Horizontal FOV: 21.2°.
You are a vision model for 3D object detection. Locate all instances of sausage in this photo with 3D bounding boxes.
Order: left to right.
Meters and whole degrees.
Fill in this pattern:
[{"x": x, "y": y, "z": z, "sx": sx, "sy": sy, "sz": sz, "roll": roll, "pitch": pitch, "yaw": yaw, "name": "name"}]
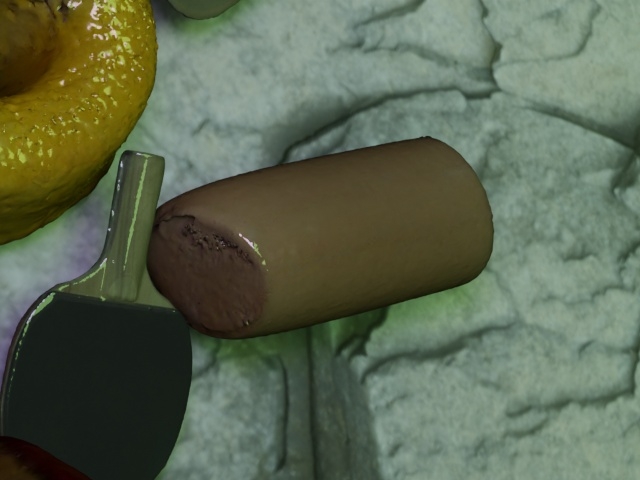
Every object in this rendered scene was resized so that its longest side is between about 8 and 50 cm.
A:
[{"x": 0.000, "y": 0.000, "z": 1.256, "sx": 0.253, "sy": 0.123, "sz": 0.123, "roll": -14, "pitch": 88, "yaw": -37, "name": "sausage"}]

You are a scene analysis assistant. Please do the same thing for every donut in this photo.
[{"x": -0.229, "y": -0.129, "z": 1.124, "sx": 0.278, "sy": 0.108, "sz": 0.277, "roll": 9, "pitch": 75, "yaw": -35, "name": "donut"}]

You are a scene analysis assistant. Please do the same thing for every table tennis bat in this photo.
[{"x": -0.143, "y": 0.061, "z": 1.159, "sx": 0.138, "sy": 0.022, "sz": 0.246, "roll": 11, "pitch": 89, "yaw": -34, "name": "table tennis bat"}]

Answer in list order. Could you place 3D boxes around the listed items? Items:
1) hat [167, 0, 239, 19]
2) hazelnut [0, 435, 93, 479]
[{"x": -0.082, "y": -0.289, "z": 1.200, "sx": 0.214, "sy": 0.244, "sz": 0.149, "roll": -34, "pitch": 68, "yaw": -10, "name": "hat"}, {"x": -0.188, "y": 0.228, "z": 1.030, "sx": 0.208, "sy": 0.208, "sz": 0.208, "roll": 9, "pitch": 74, "yaw": -35, "name": "hazelnut"}]
